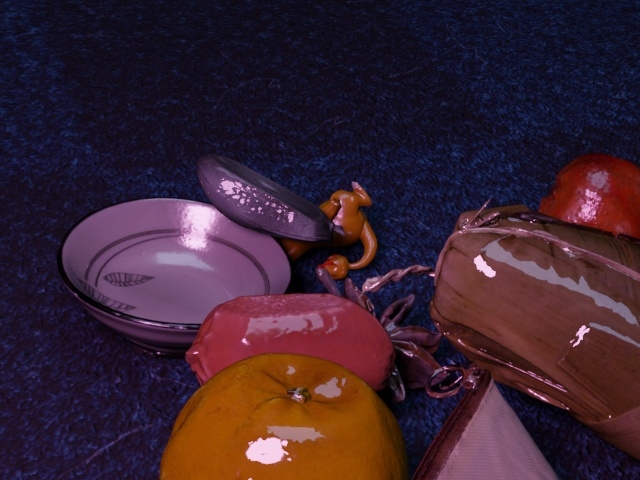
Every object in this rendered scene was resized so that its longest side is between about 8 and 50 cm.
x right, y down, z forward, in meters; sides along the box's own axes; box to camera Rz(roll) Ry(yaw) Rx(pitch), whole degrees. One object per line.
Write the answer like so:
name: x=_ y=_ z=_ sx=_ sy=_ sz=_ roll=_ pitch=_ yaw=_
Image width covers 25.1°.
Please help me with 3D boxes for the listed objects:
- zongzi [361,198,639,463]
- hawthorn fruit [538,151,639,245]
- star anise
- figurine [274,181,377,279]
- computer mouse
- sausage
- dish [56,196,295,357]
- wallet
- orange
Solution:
zongzi: x=0.317 y=0.158 z=1.713 sx=0.499 sy=0.218 sz=0.467 roll=16 pitch=31 yaw=-15
hawthorn fruit: x=0.426 y=-0.032 z=2.119 sx=0.200 sy=0.179 sz=0.179 roll=29 pitch=36 yaw=-5
star anise: x=0.060 y=0.134 z=1.882 sx=0.209 sy=0.089 sz=0.231 roll=9 pitch=40 yaw=-13
figurine: x=0.000 y=0.004 z=2.067 sx=0.176 sy=0.121 sz=0.122 roll=-19 pitch=69 yaw=-12
computer mouse: x=-0.077 y=-0.041 z=1.972 sx=0.229 sy=0.068 sz=0.113 roll=29 pitch=14 yaw=-2
sausage: x=-0.038 y=0.132 z=1.745 sx=0.254 sy=0.148 sz=0.148 roll=-7 pitch=37 yaw=-11
dish: x=-0.195 y=0.065 z=1.924 sx=0.316 sy=0.106 sz=0.316 roll=7 pitch=33 yaw=-4
wallet: x=0.184 y=0.310 z=1.565 sx=0.275 sy=0.068 sz=0.335 roll=50 pitch=37 yaw=-11
orange: x=-0.038 y=0.250 z=1.574 sx=0.279 sy=0.235 sz=0.279 roll=2 pitch=40 yaw=-2
